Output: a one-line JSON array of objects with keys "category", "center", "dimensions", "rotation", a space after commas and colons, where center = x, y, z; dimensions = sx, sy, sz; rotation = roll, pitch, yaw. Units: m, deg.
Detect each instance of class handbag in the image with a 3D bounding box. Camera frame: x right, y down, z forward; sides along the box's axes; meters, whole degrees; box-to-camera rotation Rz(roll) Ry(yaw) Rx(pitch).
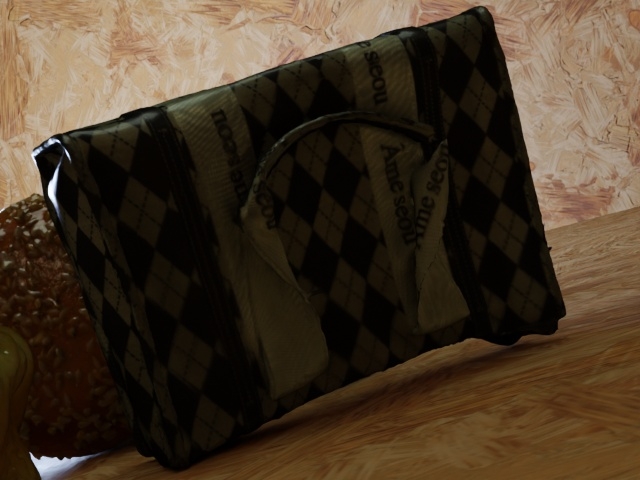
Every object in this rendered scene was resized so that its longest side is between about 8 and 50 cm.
[{"category": "handbag", "center": [0.000, 0.000, 1.064], "dimensions": [0.416, 0.317, 0.180], "rotation": [-21, 3, -21]}]

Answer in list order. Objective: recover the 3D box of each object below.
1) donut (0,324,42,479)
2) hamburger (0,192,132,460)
[{"category": "donut", "center": [-0.352, 0.166, 0.817], "dimensions": [0.360, 0.170, 0.360], "rotation": [-15, 2, 1]}, {"category": "hamburger", "center": [-0.256, 0.083, 1.261], "dimensions": [0.291, 0.291, 0.225], "rotation": [-16, 1, 15]}]
